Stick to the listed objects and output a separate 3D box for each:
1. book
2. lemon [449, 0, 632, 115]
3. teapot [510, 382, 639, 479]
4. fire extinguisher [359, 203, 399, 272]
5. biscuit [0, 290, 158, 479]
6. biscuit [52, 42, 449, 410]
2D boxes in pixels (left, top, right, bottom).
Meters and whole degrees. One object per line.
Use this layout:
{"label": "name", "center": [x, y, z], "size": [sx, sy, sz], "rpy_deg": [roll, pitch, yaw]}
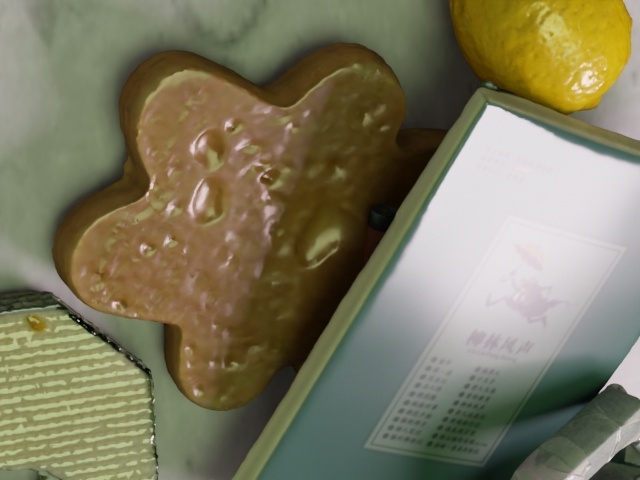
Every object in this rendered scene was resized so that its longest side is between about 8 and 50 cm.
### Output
{"label": "book", "center": [0.110, 0.081, 1.238], "size": [0.264, 0.031, 0.379], "rpy_deg": [15, 115, -38]}
{"label": "lemon", "center": [0.145, -0.151, 1.173], "size": [0.114, 0.114, 0.155], "rpy_deg": [-35, 108, -5]}
{"label": "teapot", "center": [0.205, 0.243, 1.289], "size": [0.178, 0.163, 0.221], "rpy_deg": [-23, 145, -41]}
{"label": "fire extinguisher", "center": [0.036, 0.018, 1.190], "size": [0.028, 0.022, 0.083], "rpy_deg": [-25, 131, -53]}
{"label": "biscuit", "center": [-0.185, 0.149, 1.202], "size": [0.147, 0.046, 0.250], "rpy_deg": [-9, 115, -17]}
{"label": "biscuit", "center": [-0.001, -0.001, 1.211], "size": [0.355, 0.052, 0.275], "rpy_deg": [15, 108, -28]}
